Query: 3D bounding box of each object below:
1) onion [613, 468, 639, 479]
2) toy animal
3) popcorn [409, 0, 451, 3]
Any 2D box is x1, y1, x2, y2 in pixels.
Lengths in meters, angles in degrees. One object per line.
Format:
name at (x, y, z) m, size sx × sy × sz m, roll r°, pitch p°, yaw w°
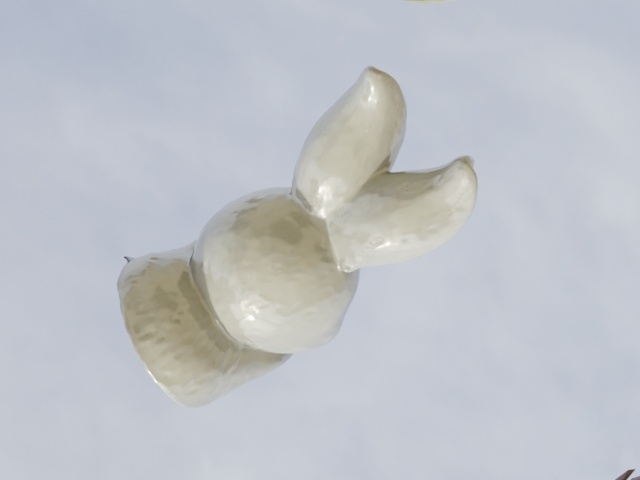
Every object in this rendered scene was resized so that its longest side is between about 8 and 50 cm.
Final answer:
onion at (0.103, 0.148, 0.389) m, size 0.147 × 0.184 × 0.184 m, roll 5°, pitch -121°, yaw -12°
toy animal at (-0.003, 0.000, 0.881) m, size 0.104 × 0.221 × 0.131 m, roll 62°, pitch -163°, yaw 20°
popcorn at (0.041, -0.265, 0.656) m, size 0.286 × 0.225 × 0.174 m, roll 53°, pitch -169°, yaw -9°
